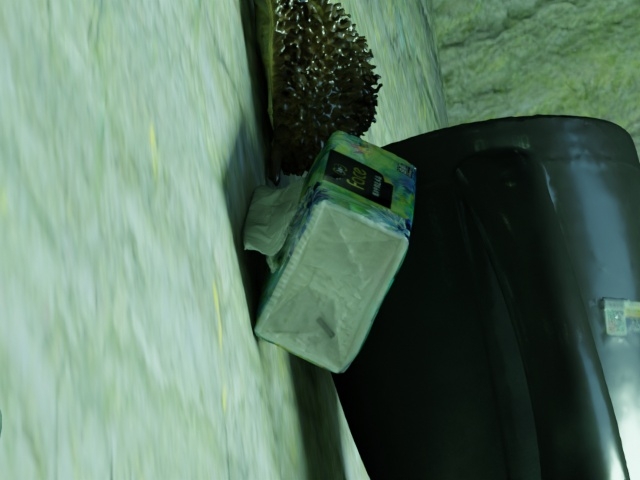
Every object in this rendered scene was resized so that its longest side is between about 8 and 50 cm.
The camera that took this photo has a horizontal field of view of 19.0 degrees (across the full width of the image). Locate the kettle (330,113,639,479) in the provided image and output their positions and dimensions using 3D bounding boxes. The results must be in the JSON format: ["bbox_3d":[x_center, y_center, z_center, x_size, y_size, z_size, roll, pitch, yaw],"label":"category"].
[{"bbox_3d":[0.110,0.086,1.074,0.268,0.207,0.290,98,-18,-74],"label":"kettle"}]

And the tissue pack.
[{"bbox_3d":[-0.001,-0.001,0.978,0.111,0.079,0.085,-77,-168,-68],"label":"tissue pack"}]

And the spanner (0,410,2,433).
[{"bbox_3d":[-0.110,-0.001,0.346,0.302,0.017,0.071,59,23,-73],"label":"spanner"}]

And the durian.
[{"bbox_3d":[-0.001,-0.089,1.098,0.110,0.071,0.140,70,18,-53],"label":"durian"}]
